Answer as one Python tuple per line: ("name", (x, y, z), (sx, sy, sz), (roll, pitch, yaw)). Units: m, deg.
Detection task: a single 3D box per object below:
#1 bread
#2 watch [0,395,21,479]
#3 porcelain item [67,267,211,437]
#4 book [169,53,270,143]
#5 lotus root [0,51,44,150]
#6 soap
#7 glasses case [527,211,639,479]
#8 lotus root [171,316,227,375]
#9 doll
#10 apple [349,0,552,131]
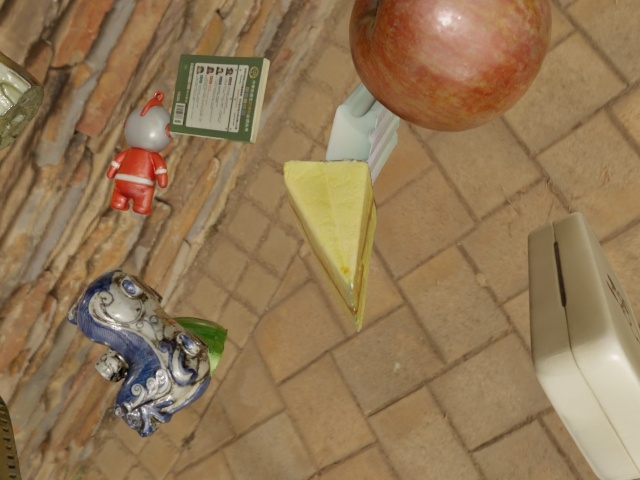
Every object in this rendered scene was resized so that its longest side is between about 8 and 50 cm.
("bread", (0.001, 0.003, 0.925), (0.162, 0.168, 0.264), (2, 52, 12))
("watch", (-0.467, 0.278, 0.678), (0.165, 0.102, 0.268), (-42, 48, -6))
("porcelain item", (-0.328, 0.192, 0.970), (0.288, 0.138, 0.186), (44, 81, 7))
("book", (-0.255, -0.351, 1.339), (0.263, 0.027, 0.202), (12, 93, 27))
("lotus root", (-0.604, -0.227, 0.956), (0.235, 0.138, 0.119), (-43, 97, -5))
("soap", (0.097, -0.232, 1.170), (0.095, 0.290, 0.173), (12, 127, 15))
("glasses case", (0.273, 0.082, 0.553), (0.070, 0.313, 0.131), (-28, 100, 28))
("lotus root", (-0.324, 0.239, 1.212), (0.186, 0.186, 0.186), (-2, 86, 24))
("doll", (-0.474, -0.240, 1.467), (0.199, 0.105, 0.337), (10, 86, 21))
("apple", (0.122, -0.208, 0.543), (0.188, 0.173, 0.188), (-47, 35, 49))
